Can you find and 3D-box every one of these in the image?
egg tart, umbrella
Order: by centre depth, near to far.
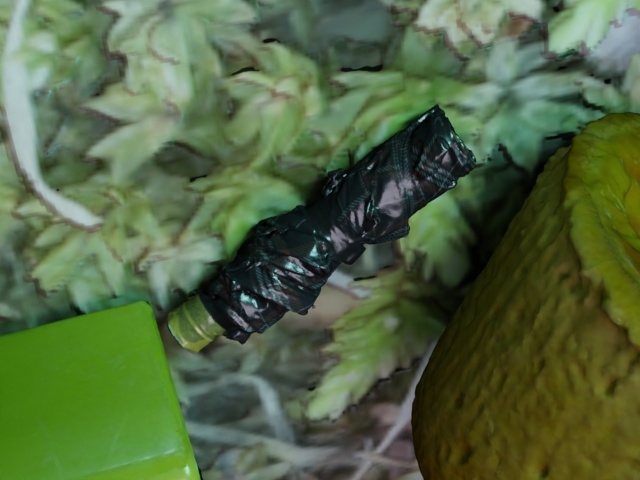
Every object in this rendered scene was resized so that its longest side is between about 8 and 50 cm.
[{"bbox_3d":[0.137,0.066,0.752,0.202,0.202,0.147,20,126,-27],"label":"egg tart"},{"bbox_3d":[0.000,0.000,0.755,0.144,0.040,0.037,-36,138,13],"label":"umbrella"}]

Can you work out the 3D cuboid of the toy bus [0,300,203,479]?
[{"bbox_3d":[-0.171,0.128,0.745,0.262,0.128,0.150,-14,127,-7],"label":"toy bus"}]
